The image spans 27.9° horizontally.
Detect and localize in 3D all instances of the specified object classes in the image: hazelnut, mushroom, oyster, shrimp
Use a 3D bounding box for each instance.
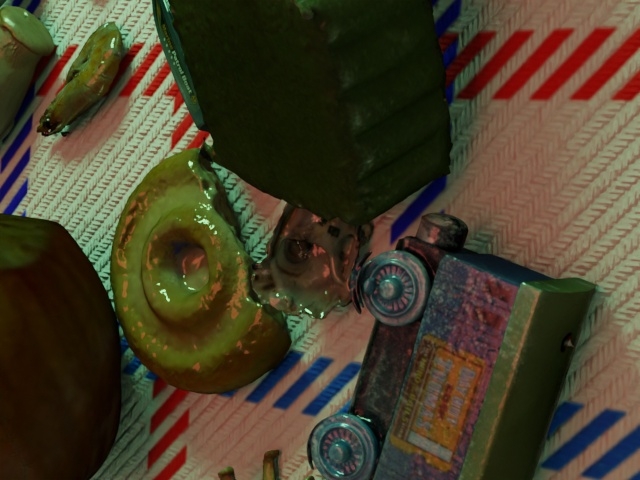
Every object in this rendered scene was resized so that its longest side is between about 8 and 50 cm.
[{"bbox_3d":[-0.383,0.138,1.470,0.366,0.366,0.365,-2,87,41],"label":"hazelnut"},{"bbox_3d":[-0.431,-0.189,1.670,0.096,0.108,0.247,38,122,-5],"label":"mushroom"},{"bbox_3d":[0.002,0.001,1.310,0.108,0.053,0.165,22,93,20],"label":"oyster"},{"bbox_3d":[-0.296,-0.191,1.591,0.190,0.042,0.101,-45,41,31],"label":"shrimp"}]

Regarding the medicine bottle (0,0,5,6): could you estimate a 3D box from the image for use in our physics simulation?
[{"bbox_3d":[-0.430,-0.339,1.634,0.090,0.090,0.216,23,83,39],"label":"medicine bottle"}]

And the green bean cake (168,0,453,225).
[{"bbox_3d":[-0.007,-0.163,1.213,0.247,0.156,0.250,21,137,46],"label":"green bean cake"}]

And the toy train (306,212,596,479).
[{"bbox_3d":[0.116,0.134,1.169,0.202,0.131,0.299,22,104,32],"label":"toy train"}]

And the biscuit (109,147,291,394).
[{"bbox_3d":[-0.146,0.050,1.416,0.213,0.091,0.274,-47,62,27],"label":"biscuit"}]

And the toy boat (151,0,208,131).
[{"bbox_3d":[-0.123,-0.224,1.404,0.103,0.093,0.246,-41,63,40],"label":"toy boat"}]

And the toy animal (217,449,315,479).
[{"bbox_3d":[-0.086,0.297,1.377,0.241,0.057,0.099,-40,64,32],"label":"toy animal"}]
